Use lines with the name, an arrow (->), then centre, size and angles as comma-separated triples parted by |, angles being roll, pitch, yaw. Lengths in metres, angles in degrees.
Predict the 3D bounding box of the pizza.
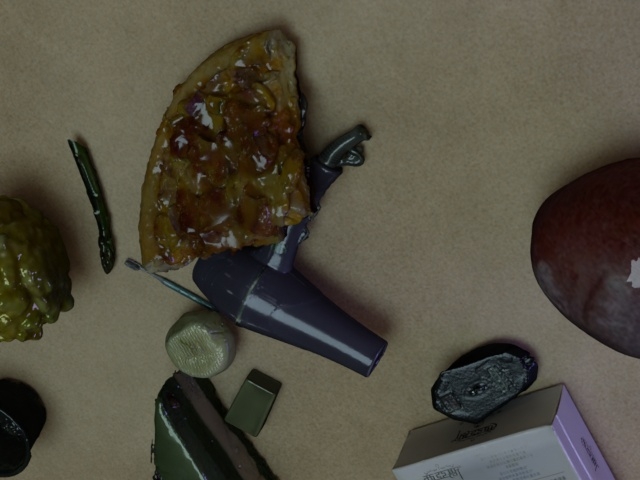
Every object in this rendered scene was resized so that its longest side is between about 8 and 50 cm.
pizza -> -0.131, -0.099, 1.900 | 0.277, 0.114, 0.408 | 47, 120, 24

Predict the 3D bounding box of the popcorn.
popcorn -> -0.498, 0.051, 2.078 | 0.225, 0.249, 0.249 | -23, 107, 18

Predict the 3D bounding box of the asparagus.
asparagus -> -0.345, -0.051, 2.094 | 0.034, 0.027, 0.236 | 1, 118, 25

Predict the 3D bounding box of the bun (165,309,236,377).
bun -> -0.183, 0.156, 2.121 | 0.115, 0.069, 0.115 | 10, 120, 18

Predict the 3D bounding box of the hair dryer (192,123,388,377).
hair dryer -> 0.000, 0.000, 1.949 | 0.301, 0.121, 0.361 | 29, 116, 11

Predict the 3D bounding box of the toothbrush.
toothbrush -> -0.232, 0.071, 2.126 | 0.167, 0.014, 0.011 | 28, 114, 4

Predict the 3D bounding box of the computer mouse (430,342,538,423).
computer mouse -> 0.240, 0.203, 1.998 | 0.172, 0.057, 0.099 | -29, 102, 19

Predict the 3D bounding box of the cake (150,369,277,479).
cake -> -0.163, 0.345, 2.170 | 0.172, 0.158, 0.283 | 9, 116, 15

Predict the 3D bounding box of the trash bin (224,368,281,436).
trash bin -> -0.106, 0.256, 2.161 | 0.061, 0.043, 0.092 | 28, 122, 5

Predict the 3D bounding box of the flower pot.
flower pot -> -0.540, 0.308, 2.316 | 0.158, 0.107, 0.157 | 8, 121, 14

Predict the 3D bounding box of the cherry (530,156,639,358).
cherry -> 0.400, 0.018, 1.745 | 0.308, 0.221, 0.261 | 19, 121, 32

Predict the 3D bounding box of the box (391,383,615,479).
box -> 0.276, 0.357, 2.027 | 0.274, 0.116, 0.203 | -23, 107, 30
